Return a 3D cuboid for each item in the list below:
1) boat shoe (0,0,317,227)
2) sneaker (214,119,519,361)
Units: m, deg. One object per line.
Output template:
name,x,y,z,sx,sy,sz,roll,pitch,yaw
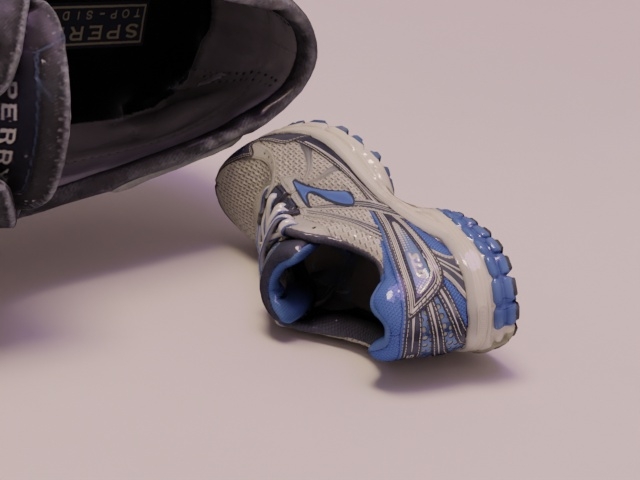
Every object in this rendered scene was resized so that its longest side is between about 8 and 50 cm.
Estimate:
boat shoe,-0.118,-0.046,0.524,0.102,0.108,0.301,27,24,32
sneaker,0.000,0.000,0.568,0.058,0.052,0.135,-18,29,-33
